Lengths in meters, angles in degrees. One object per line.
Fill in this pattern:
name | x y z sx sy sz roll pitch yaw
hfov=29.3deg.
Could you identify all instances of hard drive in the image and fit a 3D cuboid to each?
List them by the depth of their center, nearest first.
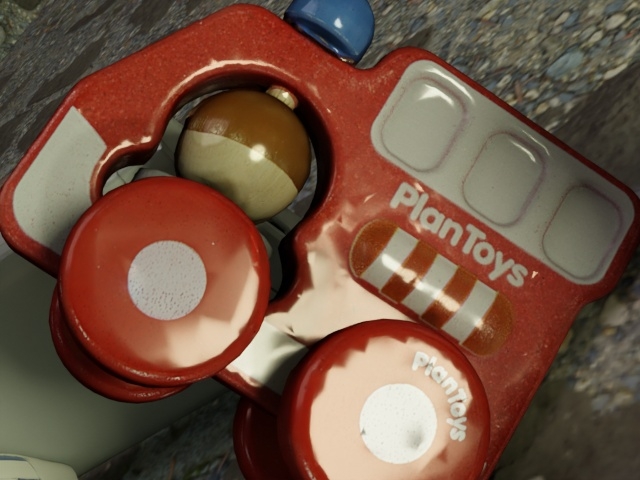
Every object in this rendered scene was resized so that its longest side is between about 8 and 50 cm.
hard drive | -0.171 0.071 0.852 0.353 0.233 0.047 -31 49 20

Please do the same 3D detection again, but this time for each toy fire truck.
toy fire truck | 0.000 0.000 0.659 0.254 0.302 0.169 -58 5 -17

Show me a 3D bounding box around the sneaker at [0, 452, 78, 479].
sneaker | -0.307 0.260 0.827 0.127 0.315 0.182 -52 52 38
